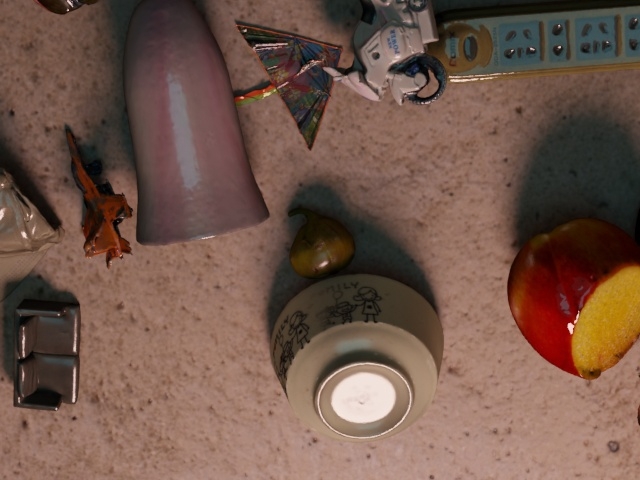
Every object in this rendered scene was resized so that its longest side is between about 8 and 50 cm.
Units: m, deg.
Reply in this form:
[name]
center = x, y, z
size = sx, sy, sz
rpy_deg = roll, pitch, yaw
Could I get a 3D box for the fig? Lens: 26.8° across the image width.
[fig]
center = 0.000, 0.000, 1.752
size = 0.084, 0.082, 0.098
rpy_deg = -14, 91, 42

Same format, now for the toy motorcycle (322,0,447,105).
[toy motorcycle]
center = 0.067, -0.266, 1.640
size = 0.150, 0.102, 0.221
rpy_deg = -10, 93, 18

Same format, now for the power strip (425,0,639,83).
[power strip]
center = 0.293, -0.251, 1.668
size = 0.388, 0.066, 0.092
rpy_deg = -4, 105, 4

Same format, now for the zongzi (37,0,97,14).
[zongzi]
center = -0.397, -0.371, 1.628
size = 0.242, 0.112, 0.221
rpy_deg = -11, 104, 5

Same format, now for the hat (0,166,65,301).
[hat]
center = -0.467, 0.001, 1.740
size = 0.214, 0.149, 0.244
rpy_deg = 34, 95, -8

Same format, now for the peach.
[peach]
center = 0.333, 0.073, 1.698
size = 0.190, 0.190, 0.192
rpy_deg = -30, 78, 10

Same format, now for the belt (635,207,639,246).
[belt]
center = 0.487, -0.002, 1.730
size = 0.151, 0.078, 0.198
rpy_deg = 1, 106, -3

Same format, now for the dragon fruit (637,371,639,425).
[dragon fruit]
center = 0.571, 0.207, 1.694
size = 0.343, 0.277, 0.277
rpy_deg = 4, 107, -4

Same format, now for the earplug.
[earplug]
center = -0.175, -0.159, 1.672
size = 0.172, 0.172, 0.301
rpy_deg = -10, 100, 5

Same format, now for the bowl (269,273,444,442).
[bowl]
center = 0.053, 0.172, 1.749
size = 0.238, 0.126, 0.237
rpy_deg = -2, 120, -3

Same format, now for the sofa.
[sofa]
center = -0.371, 0.157, 1.816
size = 0.085, 0.060, 0.147
rpy_deg = 6, 107, 0

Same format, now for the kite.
[kite]
center = -0.041, -0.207, 1.721
size = 0.159, 0.010, 0.190
rpy_deg = -30, 103, 11

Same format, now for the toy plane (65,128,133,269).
[toy plane]
center = -0.288, -0.059, 1.745
size = 0.062, 0.135, 0.188
rpy_deg = -4, 73, -36

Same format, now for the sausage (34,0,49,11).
[sausage]
center = -0.409, -0.356, 1.677
size = 0.223, 0.029, 0.029
rpy_deg = 38, 104, -9
